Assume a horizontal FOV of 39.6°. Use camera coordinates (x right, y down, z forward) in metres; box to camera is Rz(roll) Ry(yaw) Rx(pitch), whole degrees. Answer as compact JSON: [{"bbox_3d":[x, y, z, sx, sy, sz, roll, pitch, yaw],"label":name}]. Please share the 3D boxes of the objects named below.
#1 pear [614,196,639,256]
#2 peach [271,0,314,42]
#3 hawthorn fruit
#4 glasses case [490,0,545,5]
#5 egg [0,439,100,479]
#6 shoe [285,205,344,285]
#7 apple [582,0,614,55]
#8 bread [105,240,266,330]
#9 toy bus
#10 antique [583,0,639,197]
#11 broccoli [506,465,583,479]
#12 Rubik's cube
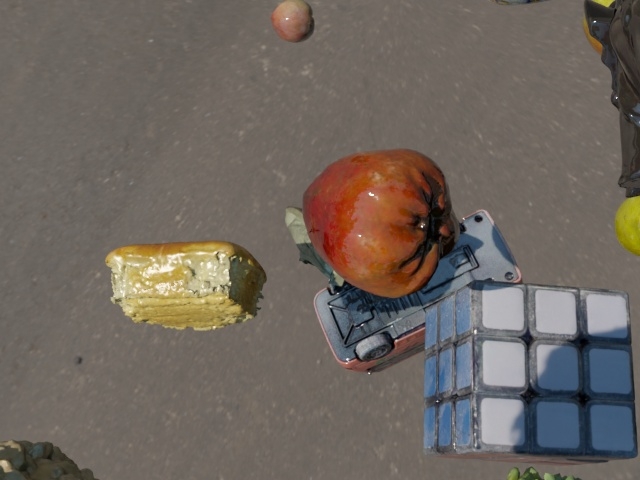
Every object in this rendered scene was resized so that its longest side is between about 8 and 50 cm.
[{"bbox_3d":[0.517,-0.024,1.401,0.107,0.131,0.107,-1,85,10],"label":"pear"},{"bbox_3d":[-0.050,-0.406,1.652,0.083,0.083,0.083,1,106,5],"label":"peach"},{"bbox_3d":[0.075,-0.033,1.327,0.261,0.224,0.224,15,113,45],"label":"hawthorn fruit"},{"bbox_3d":[0.248,-0.288,0.886,0.087,0.248,0.065,26,77,-35],"label":"glasses case"},{"bbox_3d":[-0.201,0.290,0.604,0.279,0.279,0.310,-20,110,10],"label":"egg"},{"bbox_3d":[0.000,0.000,1.628,0.103,0.275,0.098,14,100,-21],"label":"shoe"},{"bbox_3d":[0.607,-0.444,1.743,0.196,0.196,0.195,1,106,5],"label":"apple"},{"bbox_3d":[-0.213,0.067,1.412,0.246,0.174,0.121,-1,62,21],"label":"bread"},{"bbox_3d":[0.217,0.123,1.927,0.427,0.233,0.203,-27,63,9],"label":"toy bus"},{"bbox_3d":[0.402,-0.190,0.975,0.185,0.322,0.255,-6,79,0],"label":"antique"},{"bbox_3d":[0.197,0.307,0.565,0.277,0.338,0.317,31,70,14],"label":"broccoli"},{"bbox_3d":[0.371,0.251,1.638,0.304,0.305,0.300,6,74,-11],"label":"Rubik's cube"}]
